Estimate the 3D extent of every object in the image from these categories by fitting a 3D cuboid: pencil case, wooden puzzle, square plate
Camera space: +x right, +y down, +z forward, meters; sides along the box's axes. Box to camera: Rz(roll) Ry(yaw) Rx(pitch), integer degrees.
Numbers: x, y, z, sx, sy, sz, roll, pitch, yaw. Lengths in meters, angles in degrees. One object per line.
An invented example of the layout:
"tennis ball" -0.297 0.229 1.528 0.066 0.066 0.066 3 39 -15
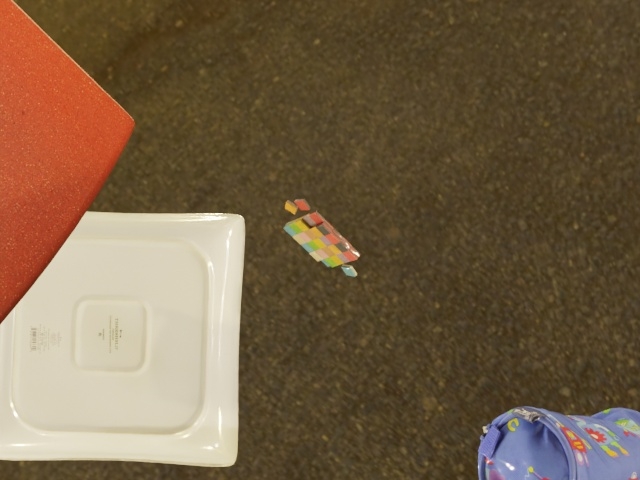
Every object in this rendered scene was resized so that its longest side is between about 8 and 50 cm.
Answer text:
"pencil case" 0.287 0.247 1.041 0.133 0.306 0.119 41 108 36
"wooden puzzle" 0.000 0.000 0.718 0.006 0.083 0.049 -53 16 -27
"square plate" -0.280 0.131 1.261 0.343 0.049 0.347 2 87 0

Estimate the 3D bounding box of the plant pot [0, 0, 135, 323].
"plant pot" -0.339 -0.045 0.658 0.267 0.267 0.236 -3 61 28
